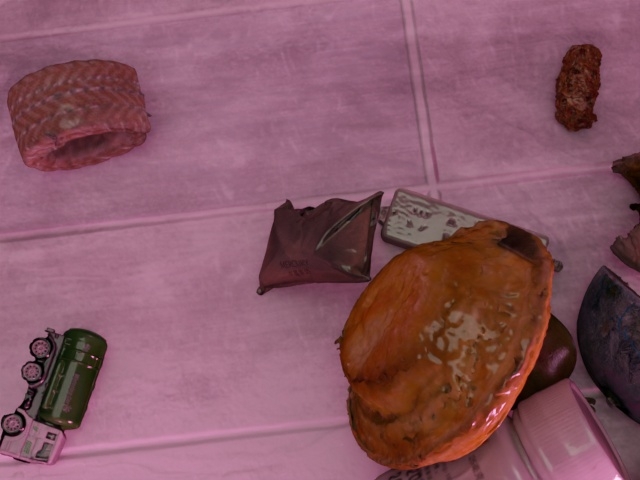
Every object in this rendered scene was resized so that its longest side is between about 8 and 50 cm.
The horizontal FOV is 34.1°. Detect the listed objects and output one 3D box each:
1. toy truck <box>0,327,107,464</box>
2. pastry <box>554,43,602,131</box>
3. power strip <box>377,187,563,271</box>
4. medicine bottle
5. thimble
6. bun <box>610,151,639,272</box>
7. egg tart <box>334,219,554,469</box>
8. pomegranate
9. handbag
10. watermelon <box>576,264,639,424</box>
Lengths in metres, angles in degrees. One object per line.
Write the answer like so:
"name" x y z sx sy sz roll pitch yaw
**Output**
"toy truck" -0.455 0.263 1.779 0.125 0.101 0.242 19 74 -5
"pastry" 0.472 -0.284 1.898 0.087 0.063 0.169 8 75 2
"power strip" 0.262 0.000 1.835 0.338 0.058 0.098 19 76 7
"medicine bottle" 0.269 0.383 1.608 0.371 0.211 0.211 -32 76 12
"thimble" -0.432 -0.218 1.858 0.229 0.196 0.148 -10 76 -31
"bun" 0.634 -0.057 1.758 0.281 0.205 0.281 0 76 1
"egg tart" 0.163 0.140 1.626 0.178 0.443 0.443 33 77 -25
"pomegranate" 0.355 0.217 1.721 0.181 0.181 0.224 -44 92 -9
"handbag" 0.000 0.000 1.781 0.270 0.117 0.182 -8 66 46
"watermelon" 0.512 0.196 1.694 0.175 0.188 0.322 -50 61 9
